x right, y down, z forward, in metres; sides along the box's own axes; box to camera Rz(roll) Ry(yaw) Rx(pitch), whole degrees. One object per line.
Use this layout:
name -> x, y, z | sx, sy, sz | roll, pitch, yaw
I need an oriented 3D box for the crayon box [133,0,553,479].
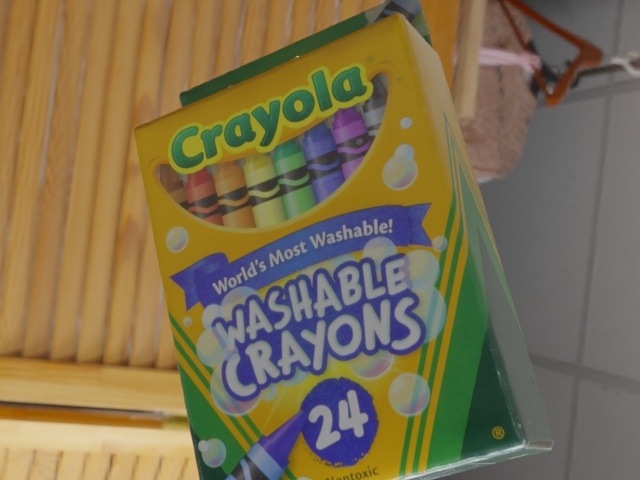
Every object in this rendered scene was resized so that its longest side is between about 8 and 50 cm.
crayon box -> 0.000, 0.000, 0.652 | 0.203, 0.083, 0.323 | -20, -109, 20
